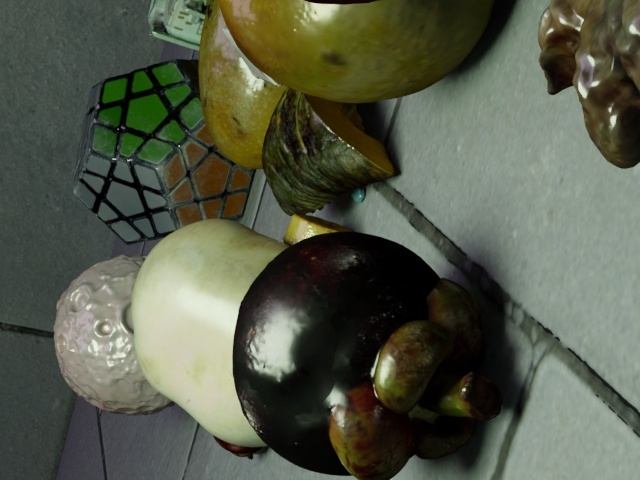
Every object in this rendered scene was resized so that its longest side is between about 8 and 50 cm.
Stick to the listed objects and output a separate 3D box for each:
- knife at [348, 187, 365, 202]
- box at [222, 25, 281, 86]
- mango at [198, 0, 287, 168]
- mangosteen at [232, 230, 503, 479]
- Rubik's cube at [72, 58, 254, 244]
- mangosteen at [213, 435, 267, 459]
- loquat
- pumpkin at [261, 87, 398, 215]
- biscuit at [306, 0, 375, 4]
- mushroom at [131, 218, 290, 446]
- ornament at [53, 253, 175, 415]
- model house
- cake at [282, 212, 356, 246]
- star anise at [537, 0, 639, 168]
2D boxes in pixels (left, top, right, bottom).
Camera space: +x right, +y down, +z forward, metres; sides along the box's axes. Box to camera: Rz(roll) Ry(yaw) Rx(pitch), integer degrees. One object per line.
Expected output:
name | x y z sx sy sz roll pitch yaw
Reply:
knife | 0.036 -0.063 1.495 0.096 0.010 0.027 -130 55 -67
box | -0.006 -0.268 1.485 0.199 0.081 0.135 -39 18 -3
mango | -0.068 -0.247 1.632 0.175 0.177 0.329 -97 6 -61
mangosteen | 0.046 0.103 1.051 0.250 0.211 0.211 20 98 42
Rubik's cube | -0.246 -0.142 2.050 0.319 0.319 0.264 177 79 -73
mangosteen | -0.095 0.231 1.610 0.081 0.081 0.080 -168 90 -74
loquat | 0.040 -0.265 1.213 0.284 0.276 0.275 7 85 55
pumpkin | -0.024 -0.099 1.468 0.163 0.111 0.278 -53 24 18
biscuit | 0.059 -0.367 1.036 0.091 0.408 0.407 56 -152 -50
mushroom | -0.077 0.095 1.446 0.254 0.234 0.260 -14 97 33
ornament | -0.292 0.145 2.024 0.225 0.260 0.259 133 146 -70
model house | -0.116 -0.368 1.851 0.198 0.224 0.215 -94 24 -43
cake | 0.000 0.000 1.441 0.084 0.084 0.044 -145 70 -73
star anise | 0.223 -0.185 0.776 0.315 0.108 0.315 -167 90 -82
